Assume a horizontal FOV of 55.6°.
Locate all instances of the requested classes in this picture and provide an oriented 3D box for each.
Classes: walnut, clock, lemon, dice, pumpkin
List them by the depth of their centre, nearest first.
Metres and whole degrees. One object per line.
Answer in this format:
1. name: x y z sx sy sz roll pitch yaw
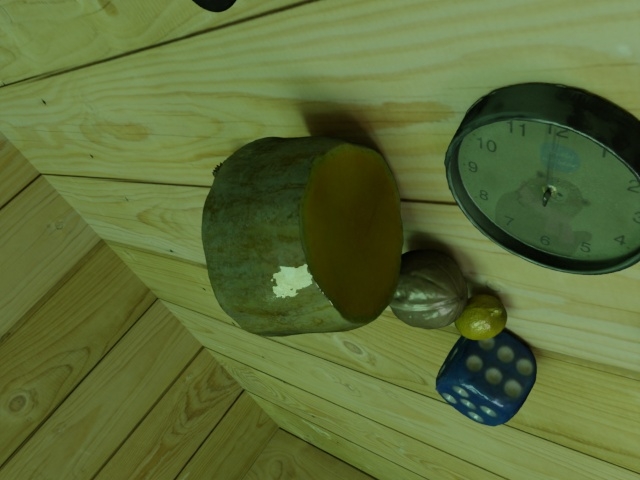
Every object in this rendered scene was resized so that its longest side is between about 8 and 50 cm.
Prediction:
1. clock: 0.286 -0.066 0.758 0.281 0.055 0.280 31 154 17
2. pumpkin: 0.000 0.000 0.946 0.199 0.332 0.332 6 140 42
3. walnut: 0.182 0.085 1.058 0.162 0.140 0.140 -5 132 42
4. lemon: 0.282 0.134 1.065 0.082 0.082 0.111 43 152 -9
5. dice: 0.312 0.253 1.145 0.143 0.146 0.146 33 154 8

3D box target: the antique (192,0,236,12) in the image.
1. antique: -0.122 -0.399 0.605 0.255 0.185 0.322 46 150 -12

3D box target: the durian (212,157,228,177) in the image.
1. durian: -0.160 -0.132 1.231 0.110 0.071 0.140 29 159 -10
